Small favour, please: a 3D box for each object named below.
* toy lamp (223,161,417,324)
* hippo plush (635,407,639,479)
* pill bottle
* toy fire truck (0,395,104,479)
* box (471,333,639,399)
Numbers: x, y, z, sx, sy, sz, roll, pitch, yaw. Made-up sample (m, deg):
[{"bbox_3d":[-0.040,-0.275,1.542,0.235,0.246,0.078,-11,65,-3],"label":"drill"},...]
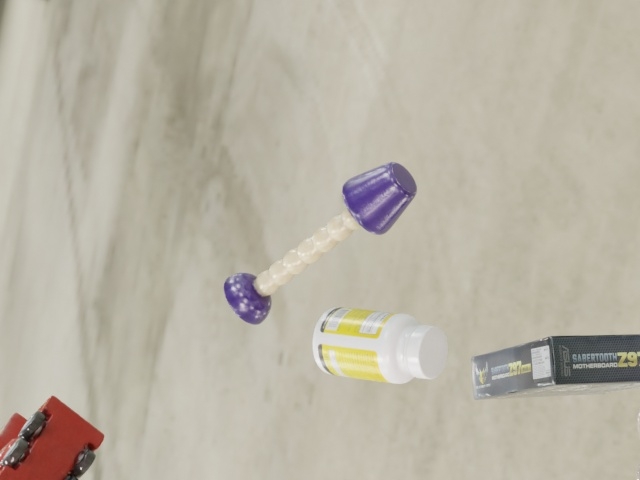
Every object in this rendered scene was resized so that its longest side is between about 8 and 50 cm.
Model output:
[{"bbox_3d":[0.000,0.000,1.715,0.275,0.080,0.080,-36,38,27],"label":"toy lamp"},{"bbox_3d":[0.404,0.151,1.138,0.234,0.236,0.294,34,139,31],"label":"hippo plush"},{"bbox_3d":[0.056,0.097,1.314,0.116,0.065,0.065,4,83,39],"label":"pill bottle"},{"bbox_3d":[-0.196,0.165,0.888,0.135,0.047,0.192,-44,12,38],"label":"toy fire truck"},{"bbox_3d":[0.303,0.148,1.680,0.233,0.183,0.059,149,120,-71],"label":"box"}]
